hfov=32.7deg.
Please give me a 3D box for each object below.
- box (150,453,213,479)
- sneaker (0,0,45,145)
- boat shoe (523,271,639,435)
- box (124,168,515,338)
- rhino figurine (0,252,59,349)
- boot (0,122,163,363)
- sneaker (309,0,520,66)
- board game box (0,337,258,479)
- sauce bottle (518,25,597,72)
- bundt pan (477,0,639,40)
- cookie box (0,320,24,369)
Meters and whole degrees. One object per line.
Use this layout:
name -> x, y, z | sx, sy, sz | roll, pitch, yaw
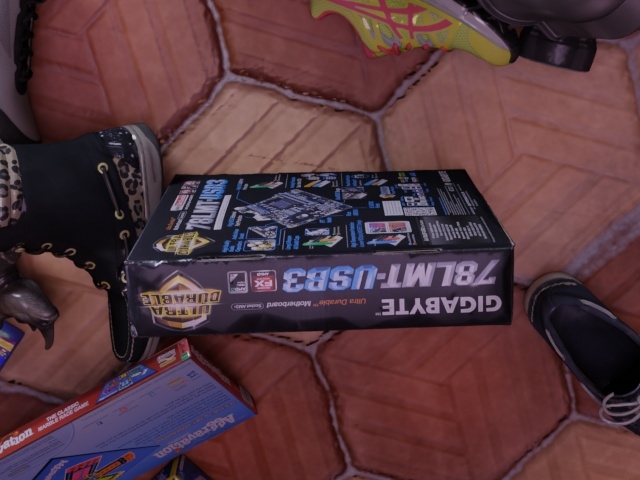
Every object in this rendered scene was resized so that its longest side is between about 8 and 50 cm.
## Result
box -> -0.110, 0.308, 1.169 | 0.169, 0.059, 0.054 | 43, 101, -12
sneaker -> -0.294, -0.203, 0.989 | 0.108, 0.100, 0.271 | -11, 107, -2
boat shoe -> 0.309, 0.133, 1.101 | 0.095, 0.079, 0.254 | -40, 103, 11
box -> 0.000, 0.000, 0.948 | 0.293, 0.295, 0.073 | -3, 105, 0
rhino figurine -> -0.327, 0.005, 1.062 | 0.106, 0.073, 0.243 | -17, 110, 36
boot -> -0.238, 0.011, 1.021 | 0.179, 0.085, 0.236 | -7, 104, -34
sneaker -> 0.082, -0.201, 0.994 | 0.209, 0.081, 0.094 | 29, 115, 12
board game box -> -0.219, 0.204, 1.115 | 0.281, 0.027, 0.145 | -28, 139, 8
sauce bottle -> 0.248, -0.319, 0.940 | 0.111, 0.111, 0.344 | 12, 106, -3
bundt pan -> 0.244, -0.301, 0.811 | 0.331, 0.124, 0.330 | -10, 115, -23
cookie box -> -0.374, 0.118, 1.120 | 0.092, 0.040, 0.107 | 33, 104, -9
